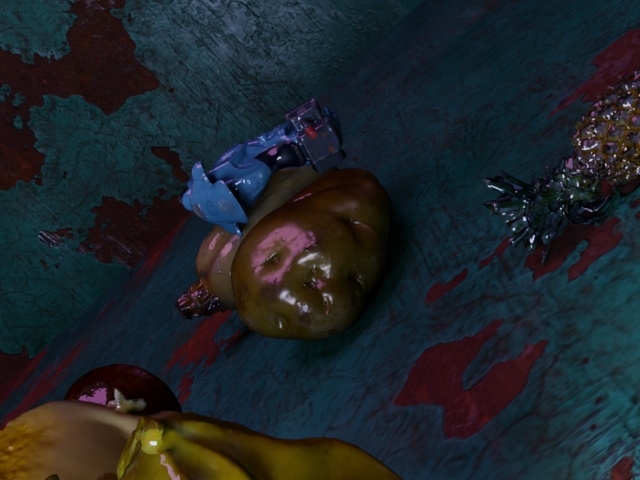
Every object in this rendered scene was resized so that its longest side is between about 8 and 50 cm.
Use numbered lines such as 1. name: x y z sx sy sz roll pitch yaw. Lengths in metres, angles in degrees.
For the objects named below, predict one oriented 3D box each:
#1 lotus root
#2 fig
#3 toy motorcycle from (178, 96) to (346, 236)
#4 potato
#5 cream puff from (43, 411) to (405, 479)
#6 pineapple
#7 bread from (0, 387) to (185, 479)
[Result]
1. lotus root: -0.087 0.007 1.409 0.343 0.151 0.169 -49 30 -18
2. fig: -0.240 0.249 1.140 0.207 0.175 0.175 0 43 50
3. toy motorcycle: -0.087 -0.107 1.312 0.272 0.124 0.182 -29 25 1
4. potato: 0.000 0.000 1.181 0.369 0.176 0.196 -63 -3 -63
5. cream puff: -0.079 0.241 0.478 0.324 0.257 0.291 -30 16 43
6. pineapple: 0.250 -0.081 0.828 0.221 0.103 0.083 -42 -20 11
7. bread: -0.273 0.328 0.761 0.361 0.250 0.394 -42 15 12
